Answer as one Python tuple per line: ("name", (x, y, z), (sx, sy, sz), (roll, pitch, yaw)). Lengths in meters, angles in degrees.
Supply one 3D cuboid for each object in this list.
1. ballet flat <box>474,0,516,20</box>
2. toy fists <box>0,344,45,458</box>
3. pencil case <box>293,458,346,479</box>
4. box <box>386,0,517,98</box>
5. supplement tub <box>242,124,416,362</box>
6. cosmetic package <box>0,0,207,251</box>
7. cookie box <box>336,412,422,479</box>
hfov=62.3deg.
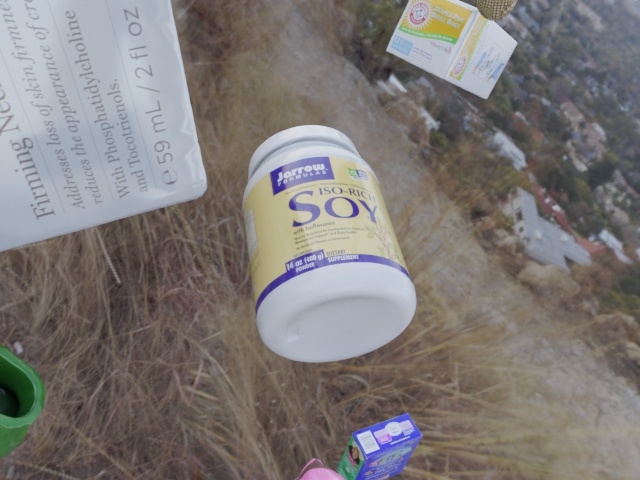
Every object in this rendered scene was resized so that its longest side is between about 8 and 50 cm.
("ballet flat", (0.209, -0.367, 0.618), (0.067, 0.073, 0.207), (-36, 131, -53))
("toy fists", (-0.397, 0.116, 0.474), (0.279, 0.142, 0.096), (43, 21, -28))
("pencil case", (-0.039, 0.246, 0.333), (0.209, 0.095, 0.098), (-37, 97, -23))
("box", (0.212, -0.307, 0.838), (0.114, 0.103, 0.203), (37, 23, 25))
("supplement tub", (0.000, 0.000, 0.858), (0.240, 0.241, 0.332), (14, 46, -33))
("cosmetic package", (-0.377, -0.203, 0.574), (0.393, 0.330, 0.327), (-18, 38, -19))
("cookie box", (0.079, 0.294, 0.729), (0.091, 0.107, 0.040), (-10, 45, -26))
